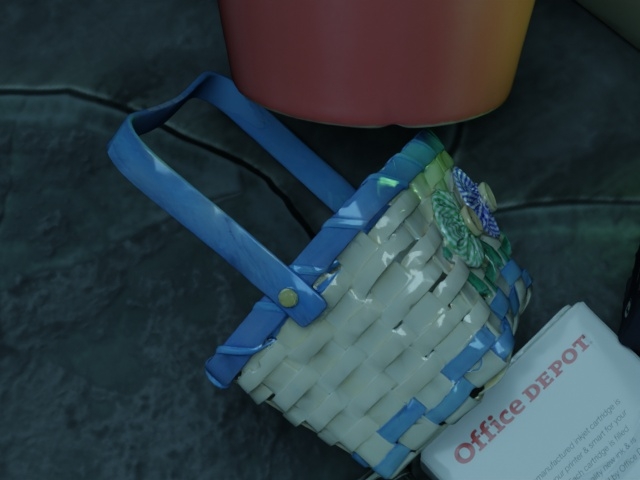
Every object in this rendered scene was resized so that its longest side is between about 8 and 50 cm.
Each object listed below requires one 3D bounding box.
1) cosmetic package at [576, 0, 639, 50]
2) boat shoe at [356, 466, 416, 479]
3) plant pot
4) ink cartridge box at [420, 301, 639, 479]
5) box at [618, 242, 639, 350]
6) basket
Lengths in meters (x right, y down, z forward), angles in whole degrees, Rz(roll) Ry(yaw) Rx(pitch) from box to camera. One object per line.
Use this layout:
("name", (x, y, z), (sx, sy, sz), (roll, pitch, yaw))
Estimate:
("cosmetic package", (0.242, -0.248, 1.325), (0.309, 0.113, 0.160), (39, 83, 13))
("boat shoe", (-0.024, 0.227, 1.260), (0.219, 0.078, 0.070), (-29, 77, -10))
("plant pot", (0.040, -0.218, 1.197), (0.275, 0.275, 0.243), (4, 112, 6))
("ink cartridge box", (0.197, 0.176, 1.240), (0.160, 0.092, 0.219), (-42, 77, -6))
("box", (0.378, -0.026, 1.135), (0.296, 0.294, 0.183), (18, 56, 3))
("basket", (0.000, 0.000, 1.218), (0.289, 0.255, 0.201), (37, 109, -1))
